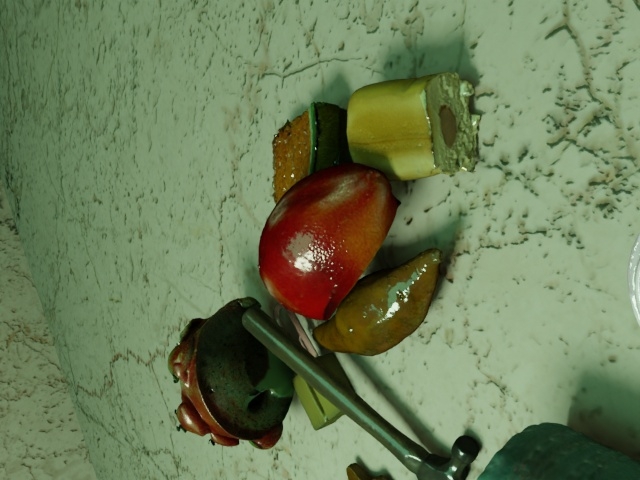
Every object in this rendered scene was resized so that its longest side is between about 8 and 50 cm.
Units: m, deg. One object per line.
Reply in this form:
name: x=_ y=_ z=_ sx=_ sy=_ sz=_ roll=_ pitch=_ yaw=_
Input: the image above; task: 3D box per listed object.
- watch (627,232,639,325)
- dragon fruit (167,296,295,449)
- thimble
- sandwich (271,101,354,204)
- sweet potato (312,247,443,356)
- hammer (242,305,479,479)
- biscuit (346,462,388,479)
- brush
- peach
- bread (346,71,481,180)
watch: x=0.358 y=0.015 z=0.535 sx=0.248 sy=0.211 sz=0.217 roll=63 pitch=149 yaw=6
dragon fruit: x=-0.143 y=0.239 z=1.171 sx=0.130 sy=0.295 sz=0.268 roll=-27 pitch=68 yaw=22
thimble: x=0.249 y=0.317 z=0.707 sx=0.143 sy=0.235 sz=0.198 roll=24 pitch=147 yaw=45
sandwich: x=-0.013 y=-0.103 z=1.051 sx=0.159 sy=0.079 sz=0.235 roll=23 pitch=114 yaw=58
sweet potato: x=0.078 y=0.110 z=0.961 sx=0.112 sy=0.112 sz=0.359 roll=63 pitch=144 yaw=19
hammer: x=0.037 y=0.242 z=1.033 sx=0.440 sy=0.044 sz=0.168 roll=37 pitch=122 yaw=27
biscuit: x=0.100 y=0.472 z=1.090 sx=0.182 sy=0.034 sz=0.215 roll=-45 pitch=63 yaw=46
brush: x=-0.023 y=0.208 z=1.163 sx=0.103 sy=0.047 sz=0.233 roll=-51 pitch=59 yaw=44
peach: x=-0.003 y=0.006 z=0.910 sx=0.159 sy=0.154 sz=0.267 roll=26 pitch=145 yaw=-8
bread: x=0.116 y=-0.146 z=0.861 sx=0.173 sy=0.085 sz=0.134 roll=8 pitch=113 yaw=49
